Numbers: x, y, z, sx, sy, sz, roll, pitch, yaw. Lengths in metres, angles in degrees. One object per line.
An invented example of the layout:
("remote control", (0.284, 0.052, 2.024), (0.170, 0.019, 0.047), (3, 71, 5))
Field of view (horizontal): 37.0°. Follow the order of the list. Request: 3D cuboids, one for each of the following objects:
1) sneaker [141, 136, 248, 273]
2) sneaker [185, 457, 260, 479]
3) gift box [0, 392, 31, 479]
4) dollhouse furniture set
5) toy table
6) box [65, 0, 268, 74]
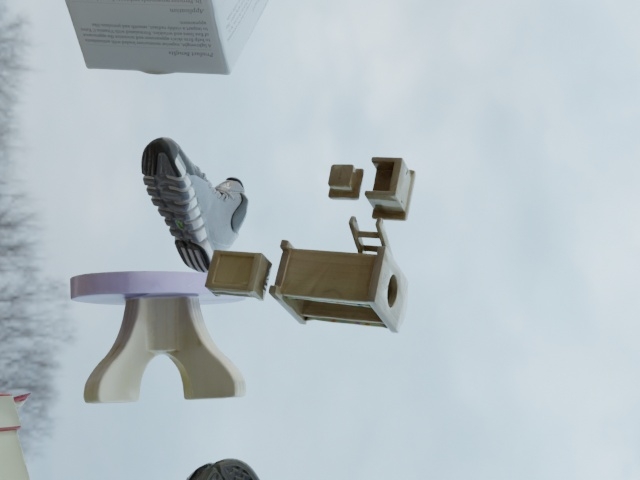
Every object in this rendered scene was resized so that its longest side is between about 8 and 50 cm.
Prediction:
("sneaker", (-0.171, -0.075, 1.380), (0.086, 0.132, 0.229), (15, -44, 33))
("sneaker", (-0.075, 0.326, 0.949), (0.228, 0.087, 0.130), (62, -32, 0))
("gift box", (-0.454, 0.299, 1.067), (0.276, 0.255, 0.258), (-37, -116, 26))
("dollhouse furniture set", (0.000, 0.000, 0.990), (0.181, 0.101, 0.161), (4, -113, 22))
("toy table", (-0.202, 0.128, 1.240), (0.252, 0.274, 0.161), (-11, -102, 43))
("box", (-0.172, -0.291, 1.112), (0.182, 0.180, 0.119), (-71, 161, -44))
